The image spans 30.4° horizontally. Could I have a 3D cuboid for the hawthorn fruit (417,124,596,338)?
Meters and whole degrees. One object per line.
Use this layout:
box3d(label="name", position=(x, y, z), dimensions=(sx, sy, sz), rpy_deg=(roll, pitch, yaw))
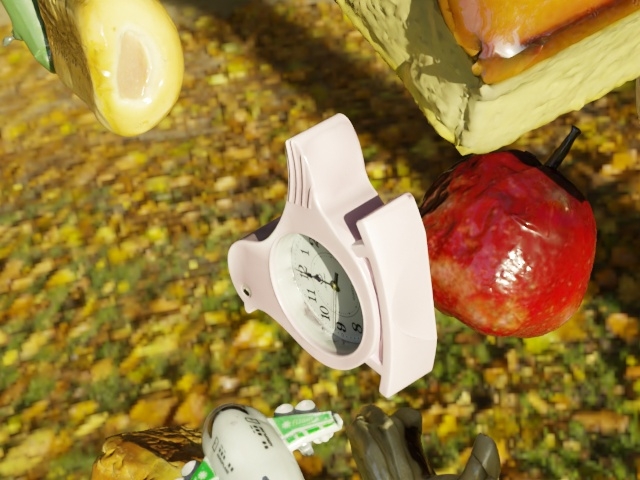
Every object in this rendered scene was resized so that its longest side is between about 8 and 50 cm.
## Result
box3d(label="hawthorn fruit", position=(0.227, -0.016, 1.379), dimensions=(0.266, 0.210, 0.230), rpy_deg=(-54, 26, 1))

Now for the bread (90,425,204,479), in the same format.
box3d(label="bread", position=(-0.153, 0.352, 1.505), dimensions=(0.195, 0.149, 0.344), rpy_deg=(0, 10, -41))

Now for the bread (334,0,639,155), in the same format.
box3d(label="bread", position=(0.138, -0.253, 0.743), dimensions=(0.323, 0.143, 0.333), rpy_deg=(-29, 69, -16))

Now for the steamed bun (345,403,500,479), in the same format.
box3d(label="steamed bun", position=(0.180, 0.398, 1.509), dimensions=(0.189, 0.428, 0.247), rpy_deg=(-19, -8, -1))

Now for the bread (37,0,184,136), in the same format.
box3d(label="bread", position=(-0.196, -0.188, 1.079), dimensions=(0.091, 0.142, 0.305), rpy_deg=(-22, 26, -14))

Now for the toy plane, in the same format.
box3d(label="toy plane", position=(-0.056, 0.203, 1.044), dimensions=(0.174, 0.080, 0.174), rpy_deg=(-13, 40, 11))

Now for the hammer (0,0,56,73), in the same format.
box3d(label="hammer", position=(-0.353, -0.324, 1.244), dimensions=(0.119, 0.335, 0.206), rpy_deg=(-23, 7, 36))

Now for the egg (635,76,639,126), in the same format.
box3d(label="egg", position=(0.444, -0.165, 1.102), dimensions=(0.283, 0.283, 0.345), rpy_deg=(4, 43, 25))

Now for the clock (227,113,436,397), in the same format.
box3d(label="clock", position=(0.000, 0.000, 1.321), dimensions=(0.080, 0.290, 0.275), rpy_deg=(-28, 36, -35))
